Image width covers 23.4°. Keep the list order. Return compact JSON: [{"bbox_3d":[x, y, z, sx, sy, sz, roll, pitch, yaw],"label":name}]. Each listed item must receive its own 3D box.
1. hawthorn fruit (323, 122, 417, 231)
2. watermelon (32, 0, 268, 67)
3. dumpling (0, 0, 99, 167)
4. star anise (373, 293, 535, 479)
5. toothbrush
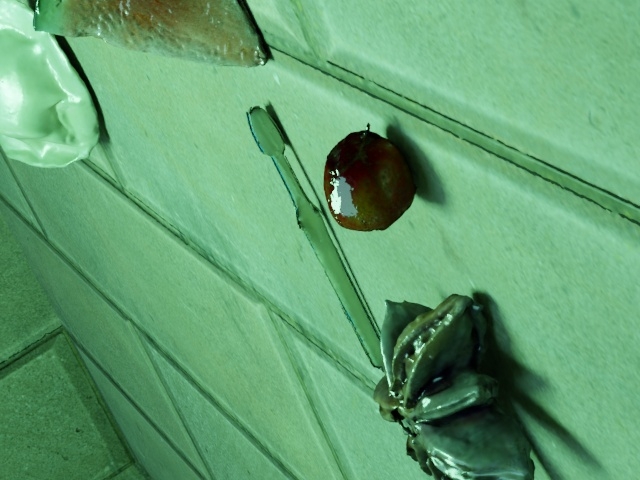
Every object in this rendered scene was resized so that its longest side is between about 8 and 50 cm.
[{"bbox_3d":[0.035,-0.044,1.171,0.077,0.077,0.077,51,163,22],"label":"hawthorn fruit"},{"bbox_3d":[-0.125,-0.237,1.338,0.202,0.136,0.207,23,135,-10],"label":"watermelon"},{"bbox_3d":[-0.368,-0.199,2.035,0.179,0.131,0.252,27,130,25],"label":"dumpling"},{"bbox_3d":[0.108,0.131,1.263,0.229,0.093,0.236,48,159,47],"label":"star anise"},{"bbox_3d":[0.001,0.002,1.439,0.294,0.026,0.028,63,-178,-18],"label":"toothbrush"}]
